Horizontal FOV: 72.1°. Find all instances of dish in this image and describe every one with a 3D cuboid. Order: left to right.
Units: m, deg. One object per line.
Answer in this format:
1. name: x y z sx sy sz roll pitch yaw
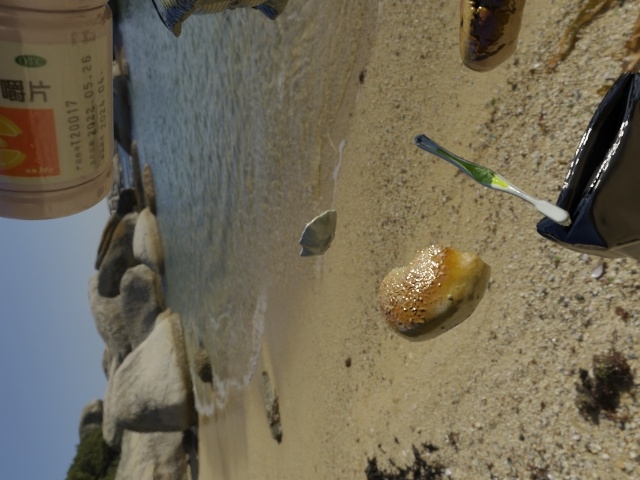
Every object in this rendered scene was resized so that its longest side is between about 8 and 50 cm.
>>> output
1. dish: 0.000 0.000 0.906 0.039 0.091 0.137 45 143 20

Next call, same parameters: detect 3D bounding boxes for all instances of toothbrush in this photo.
1. toothbrush: 0.202 -0.088 0.564 0.022 0.026 0.263 -54 44 11

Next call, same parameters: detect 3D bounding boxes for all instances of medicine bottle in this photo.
1. medicine bottle: -0.232 -0.148 0.342 0.133 0.133 0.249 60 141 40

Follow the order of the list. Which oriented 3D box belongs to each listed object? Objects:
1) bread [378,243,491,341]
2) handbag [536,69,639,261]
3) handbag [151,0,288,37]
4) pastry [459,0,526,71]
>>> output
1. bread: 0.240 0.143 1.066 0.171 0.192 0.314 41 147 -13
2. handbag: 0.537 -0.105 0.749 0.152 0.343 0.287 19 98 52
3. handbag: -0.156 -0.467 0.604 0.340 0.247 0.240 70 161 4
4. pastry: 0.449 -0.614 1.136 0.356 0.164 0.355 5 -90 -73
